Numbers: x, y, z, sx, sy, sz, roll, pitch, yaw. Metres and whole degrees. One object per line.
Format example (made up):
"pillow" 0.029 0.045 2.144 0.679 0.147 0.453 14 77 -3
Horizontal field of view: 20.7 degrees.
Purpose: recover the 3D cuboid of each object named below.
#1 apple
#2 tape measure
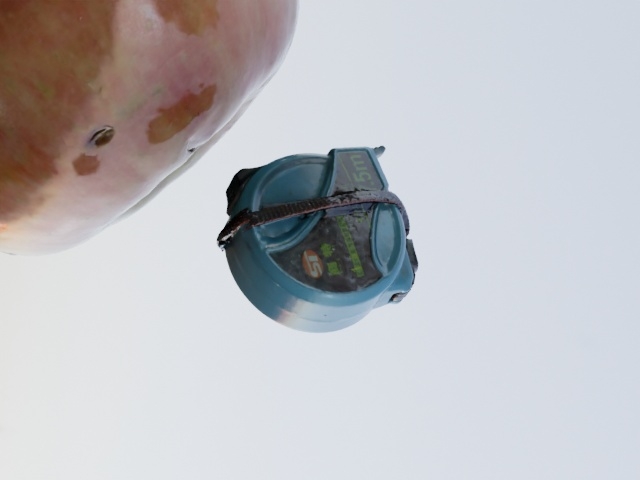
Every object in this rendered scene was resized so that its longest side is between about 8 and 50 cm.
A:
"apple" -0.212 -0.192 1.408 0.391 0.346 0.391 -38 180 0
"tape measure" 0.000 0.000 1.252 0.081 0.146 0.125 123 -46 -57
